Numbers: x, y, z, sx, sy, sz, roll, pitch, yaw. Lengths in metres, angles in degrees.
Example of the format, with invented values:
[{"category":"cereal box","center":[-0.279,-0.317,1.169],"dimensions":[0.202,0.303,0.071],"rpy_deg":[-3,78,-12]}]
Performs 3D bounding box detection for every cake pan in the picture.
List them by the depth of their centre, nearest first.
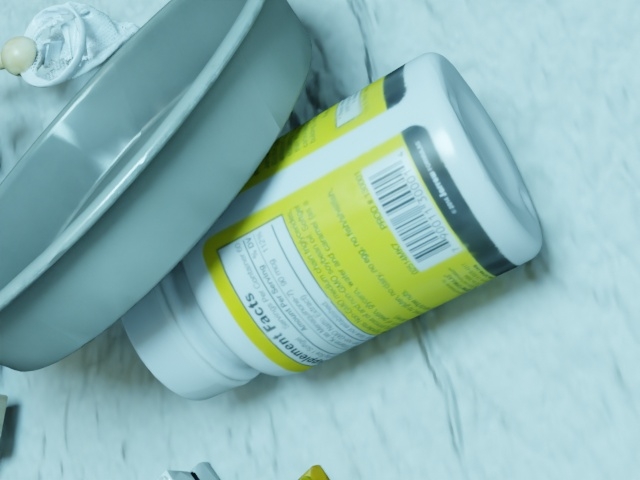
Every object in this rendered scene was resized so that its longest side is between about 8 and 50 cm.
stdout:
[{"category":"cake pan","center":[-0.114,-0.044,0.574],"dimensions":[0.293,0.054,0.293],"rpy_deg":[-38,25,21]}]

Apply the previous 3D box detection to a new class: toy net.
[{"category":"toy net","center":[-0.230,-0.110,0.673],"dimensions":[0.232,0.045,0.122],"rpy_deg":[-25,38,-14]}]

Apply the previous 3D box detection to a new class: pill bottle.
[{"category":"pill bottle","center":[0.000,0.000,0.543],"dimensions":[0.208,0.119,0.119],"rpy_deg":[-28,64,19]}]

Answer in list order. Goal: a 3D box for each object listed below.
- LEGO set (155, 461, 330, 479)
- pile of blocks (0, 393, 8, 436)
[{"category":"LEGO set","center":[-0.010,0.180,0.510],"dimensions":[0.087,0.093,0.227],"rpy_deg":[-47,59,9]},{"category":"pile of blocks","center":[-0.296,0.091,0.695],"dimensions":[0.112,0.149,0.362],"rpy_deg":[-32,45,56]}]
